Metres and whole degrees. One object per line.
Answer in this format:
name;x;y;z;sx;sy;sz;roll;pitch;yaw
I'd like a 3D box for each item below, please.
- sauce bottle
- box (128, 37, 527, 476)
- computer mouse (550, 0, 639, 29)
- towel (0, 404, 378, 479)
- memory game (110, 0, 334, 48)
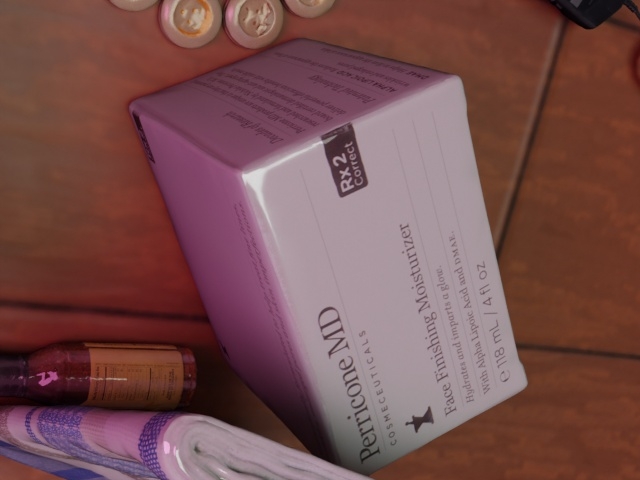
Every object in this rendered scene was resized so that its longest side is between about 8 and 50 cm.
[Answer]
sauce bottle;-0.137;0.079;0.581;0.128;0.042;0.042;5;104;-25
box;0.000;0.000;0.539;0.119;0.182;0.181;-26;116;-17
computer mouse;0.208;-0.161;0.678;0.242;0.041;0.071;30;101;-37
towel;-0.056;0.129;0.506;0.209;0.285;0.034;29;67;-30
memory game;-0.051;-0.196;0.548;0.186;0.012;0.186;-8;110;-24
